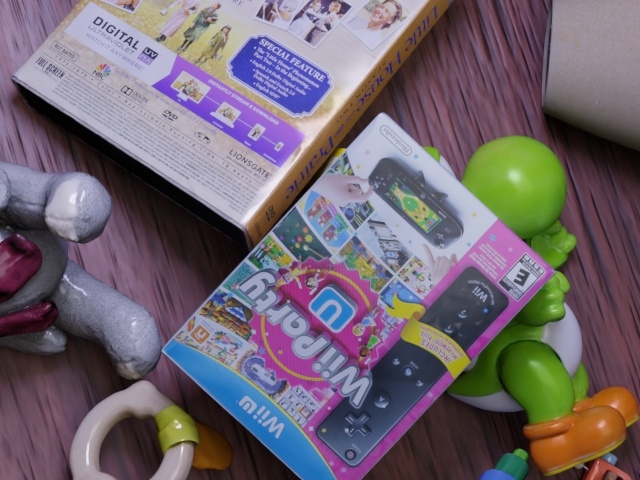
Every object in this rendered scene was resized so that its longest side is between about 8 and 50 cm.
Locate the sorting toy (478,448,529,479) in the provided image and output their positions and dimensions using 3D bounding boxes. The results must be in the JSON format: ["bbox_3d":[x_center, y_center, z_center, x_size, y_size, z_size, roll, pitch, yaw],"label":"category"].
[{"bbox_3d":[0.077,0.267,1.629,0.127,0.365,0.126,48,50,-9],"label":"sorting toy"}]

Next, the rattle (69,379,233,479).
[{"bbox_3d":[-0.196,0.242,1.679,0.130,0.143,0.199,37,85,12],"label":"rattle"}]

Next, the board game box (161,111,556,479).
[{"bbox_3d":[0.036,0.064,1.610,0.224,0.097,0.303,42,95,-1],"label":"board game box"}]

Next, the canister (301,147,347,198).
[{"bbox_3d":[0.000,0.000,1.741,0.073,0.126,0.170,27,74,-7],"label":"canister"}]

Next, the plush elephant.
[{"bbox_3d":[-0.354,0.057,1.582,0.330,0.272,0.255,25,60,20],"label":"plush elephant"}]

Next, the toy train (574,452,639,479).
[{"bbox_3d":[0.354,0.225,1.830,0.125,0.046,0.166,36,75,-6],"label":"toy train"}]

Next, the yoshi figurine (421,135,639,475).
[{"bbox_3d":[0.222,0.042,1.765,0.203,0.203,0.362,-27,86,-31],"label":"yoshi figurine"}]

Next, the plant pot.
[{"bbox_3d":[0.377,-0.189,1.821,0.274,0.256,0.256,4,80,4],"label":"plant pot"}]

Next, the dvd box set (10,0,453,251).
[{"bbox_3d":[-0.064,-0.232,1.736,0.308,0.062,0.420,32,73,19],"label":"dvd box set"}]
